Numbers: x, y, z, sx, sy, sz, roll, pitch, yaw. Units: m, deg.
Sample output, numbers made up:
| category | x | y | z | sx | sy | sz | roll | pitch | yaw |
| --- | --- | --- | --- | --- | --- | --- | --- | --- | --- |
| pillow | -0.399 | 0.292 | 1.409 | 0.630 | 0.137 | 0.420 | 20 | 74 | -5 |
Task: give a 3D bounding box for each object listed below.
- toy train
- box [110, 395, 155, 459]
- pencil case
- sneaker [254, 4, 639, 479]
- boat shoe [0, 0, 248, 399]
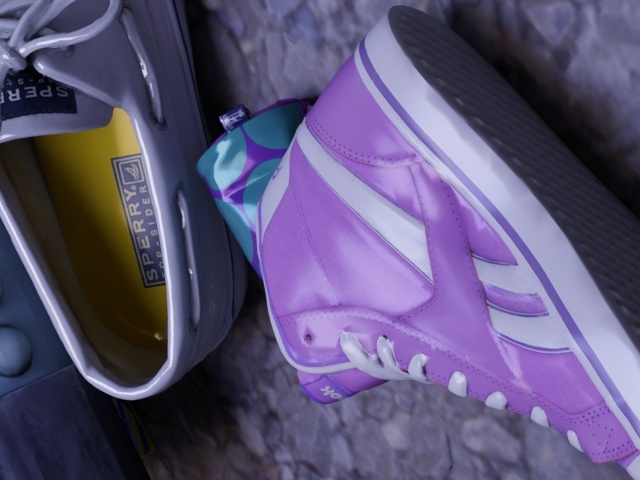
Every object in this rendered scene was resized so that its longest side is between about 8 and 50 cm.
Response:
| category | x | y | z | sx | sy | sz | roll | pitch | yaw |
| --- | --- | --- | --- | --- | --- | --- | --- | --- | --- |
| toy train | -0.220 | 0.057 | 1.056 | 0.190 | 0.142 | 0.334 | -28 | 86 | 51 |
| box | -0.177 | 0.079 | 1.181 | 0.054 | 0.059 | 0.169 | -34 | 84 | 48 |
| pencil case | 0.000 | 0.000 | 0.941 | 0.070 | 0.064 | 0.152 | -35 | 83 | 16 |
| sneaker | 0.076 | 0.047 | 0.825 | 0.161 | 0.102 | 0.282 | -50 | 59 | 23 |
| boat shoe | -0.143 | -0.084 | 0.947 | 0.136 | 0.156 | 0.367 | -11 | 106 | 15 |
